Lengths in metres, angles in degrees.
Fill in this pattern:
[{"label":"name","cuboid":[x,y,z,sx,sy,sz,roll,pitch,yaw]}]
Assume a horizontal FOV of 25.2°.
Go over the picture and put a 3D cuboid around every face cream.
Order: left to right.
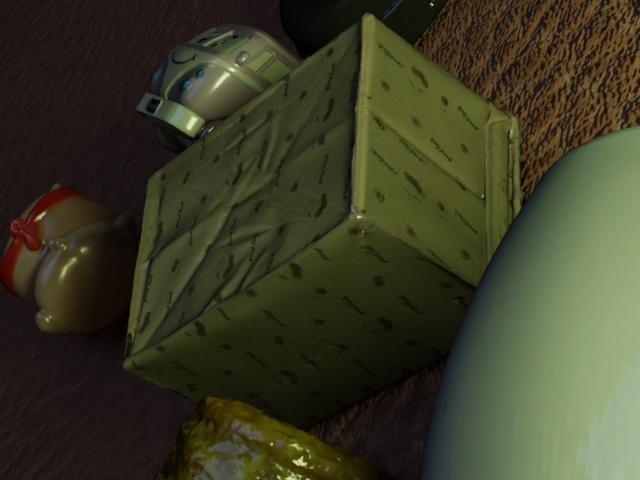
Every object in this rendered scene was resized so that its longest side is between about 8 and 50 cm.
[{"label":"face cream","cuboid":[0.174,0.131,0.755,0.312,0.219,0.357,-34,38,59]}]

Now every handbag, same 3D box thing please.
[{"label":"handbag","cuboid":[0.060,-0.316,1.510,0.254,0.093,0.308,-33,38,40]}]

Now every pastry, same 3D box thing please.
[{"label":"pastry","cuboid":[-0.027,0.191,1.068,0.188,0.188,0.103,14,77,60]}]

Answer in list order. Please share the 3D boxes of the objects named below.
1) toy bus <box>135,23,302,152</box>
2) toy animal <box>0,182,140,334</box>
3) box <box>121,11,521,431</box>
[{"label":"toy bus","cuboid":[-0.064,-0.118,1.401,0.142,0.202,0.142,-57,29,-2]},{"label":"toy animal","cuboid":[-0.292,0.027,1.678,0.171,0.171,0.197,-58,36,1]},{"label":"box","cuboid":[0.000,0.000,1.204,0.297,0.190,0.225,-34,38,38]}]
